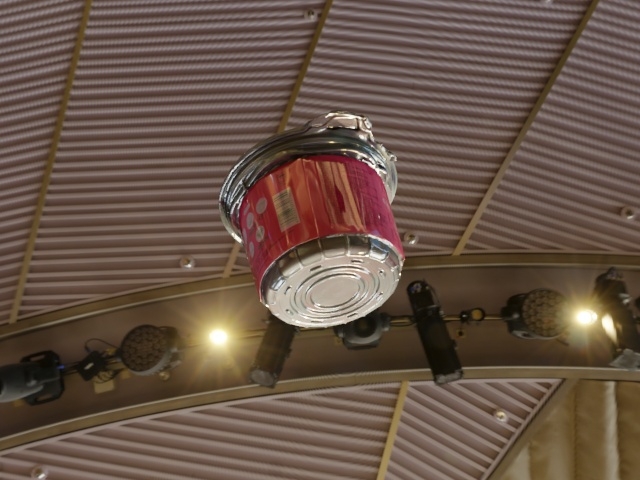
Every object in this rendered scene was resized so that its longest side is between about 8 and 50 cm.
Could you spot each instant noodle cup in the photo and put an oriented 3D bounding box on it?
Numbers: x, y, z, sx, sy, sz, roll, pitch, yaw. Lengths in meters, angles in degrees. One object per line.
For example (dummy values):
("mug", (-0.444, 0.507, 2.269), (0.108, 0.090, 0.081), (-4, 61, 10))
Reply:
("instant noodle cup", (0.000, 0.000, 0.761), (0.258, 0.302, 0.182), (-4, -130, -13))
